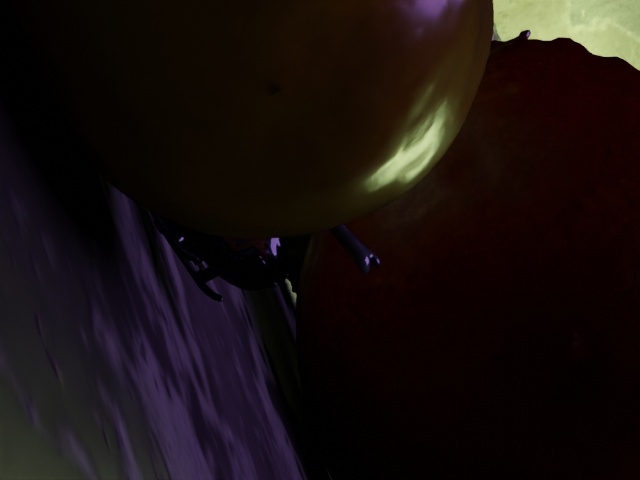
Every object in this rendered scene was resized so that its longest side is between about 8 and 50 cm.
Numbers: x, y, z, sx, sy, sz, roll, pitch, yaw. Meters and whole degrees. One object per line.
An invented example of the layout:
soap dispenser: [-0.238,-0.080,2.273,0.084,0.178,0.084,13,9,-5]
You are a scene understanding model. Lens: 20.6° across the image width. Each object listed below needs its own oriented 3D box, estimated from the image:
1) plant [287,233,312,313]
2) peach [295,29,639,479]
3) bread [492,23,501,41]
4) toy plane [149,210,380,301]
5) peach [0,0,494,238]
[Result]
plant: [0.000,0.000,1.201,0.085,0.087,0.174,31,-14,27]
peach: [0.166,0.091,1.026,0.406,0.335,0.310,52,51,-30]
bread: [0.074,-0.067,1.491,0.395,0.239,0.264,59,11,-67]
toy plane: [-0.042,-0.031,0.649,0.145,0.060,0.037,54,-5,27]
peach: [-0.035,-0.126,0.528,0.251,0.153,0.251,-12,90,-83]
